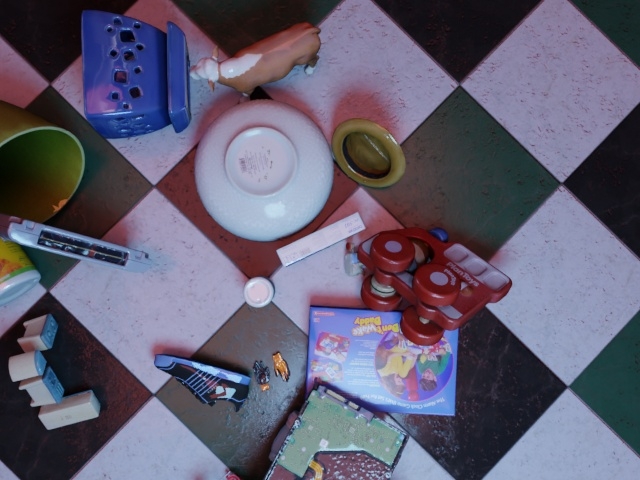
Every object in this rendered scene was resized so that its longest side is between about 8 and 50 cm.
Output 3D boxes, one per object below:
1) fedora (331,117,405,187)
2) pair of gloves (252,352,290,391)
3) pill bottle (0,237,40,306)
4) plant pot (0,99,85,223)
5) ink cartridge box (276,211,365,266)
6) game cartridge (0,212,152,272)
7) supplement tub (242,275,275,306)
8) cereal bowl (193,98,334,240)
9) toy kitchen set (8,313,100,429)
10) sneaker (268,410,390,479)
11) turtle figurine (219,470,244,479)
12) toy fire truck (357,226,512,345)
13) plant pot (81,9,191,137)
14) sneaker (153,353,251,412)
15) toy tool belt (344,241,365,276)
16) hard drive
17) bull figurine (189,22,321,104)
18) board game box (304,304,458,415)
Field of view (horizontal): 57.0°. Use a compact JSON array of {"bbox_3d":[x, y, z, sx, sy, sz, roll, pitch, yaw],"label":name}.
[{"bbox_3d":[0.121,-0.217,1.387,0.194,0.194,0.079,32,50,0],"label":"fedora"},{"bbox_3d":[-0.117,0.314,1.408,0.083,0.010,0.074,-22,90,0],"label":"pair of gloves"},{"bbox_3d":[-0.765,0.022,1.335,0.136,0.136,0.245,-36,89,-3],"label":"pill bottle"},{"bbox_3d":[-0.734,-0.206,1.307,0.294,0.275,0.274,36,86,17],"label":"plant pot"},{"bbox_3d":[0.000,0.000,1.384,0.207,0.097,0.046,-25,88,-2],"label":"ink cartridge box"},{"bbox_3d":[-0.536,0.007,1.270,0.294,0.196,0.060,20,86,-38],"label":"game cartridge"},{"bbox_3d":[-0.141,0.118,1.368,0.071,0.107,0.070,0,87,-3],"label":"supplement tub"},{"bbox_3d":[-0.132,-0.169,1.367,0.339,0.141,0.338,0,88,-3],"label":"cereal bowl"},{"bbox_3d":[-0.602,0.296,1.367,0.122,0.166,0.207,-14,124,-2],"label":"toy kitchen set"},{"bbox_3d":[0.042,0.557,1.348,0.366,0.135,0.150,36,88,11],"label":"sneaker"},{"bbox_3d":[-0.208,0.633,1.337,0.175,0.118,0.234,34,101,12],"label":"turtle figurine"},{"bbox_3d":[0.246,0.073,1.337,0.254,0.169,0.302,-28,52,-33],"label":"toy fire truck"},{"bbox_3d":[-0.403,-0.362,1.326,0.212,0.236,0.235,-1,88,-9],"label":"plant pot"},{"bbox_3d":[-0.281,0.329,1.366,0.233,0.081,0.090,17,80,-2],"label":"sneaker"},{"bbox_3d":[0.086,0.045,1.414,0.051,0.052,0.083,-2,90,-33],"label":"toy tool belt"},{"bbox_3d":[0.010,0.509,1.252,0.237,0.064,0.338,27,76,9],"label":"hard drive"},{"bbox_3d":[-0.139,-0.401,1.352,0.311,0.188,0.101,-21,88,-3],"label":"bull figurine"},{"bbox_3d":[0.141,0.279,1.385,0.348,0.078,0.233,4,87,-2],"label":"board game box"}]
